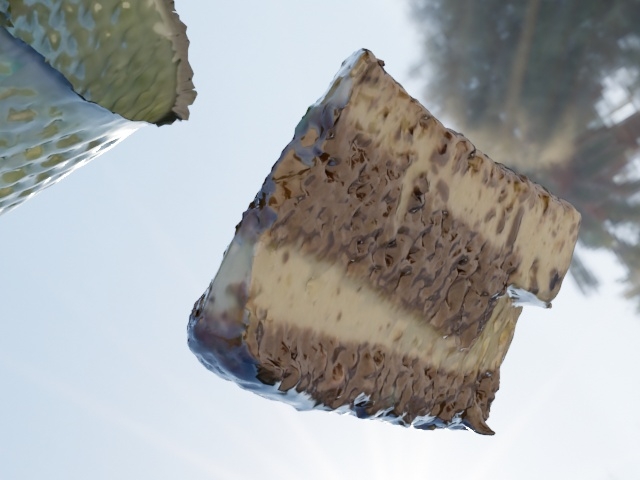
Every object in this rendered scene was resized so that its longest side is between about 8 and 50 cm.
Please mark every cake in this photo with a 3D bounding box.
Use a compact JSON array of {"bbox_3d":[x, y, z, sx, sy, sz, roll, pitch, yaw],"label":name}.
[{"bbox_3d":[-0.009,-0.003,0.499,0.135,0.112,0.246,23,180,28],"label":"cake"}]

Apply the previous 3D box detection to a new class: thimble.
[{"bbox_3d":[-0.204,-0.138,0.720,0.271,0.150,0.271,51,-161,-25],"label":"thimble"}]
